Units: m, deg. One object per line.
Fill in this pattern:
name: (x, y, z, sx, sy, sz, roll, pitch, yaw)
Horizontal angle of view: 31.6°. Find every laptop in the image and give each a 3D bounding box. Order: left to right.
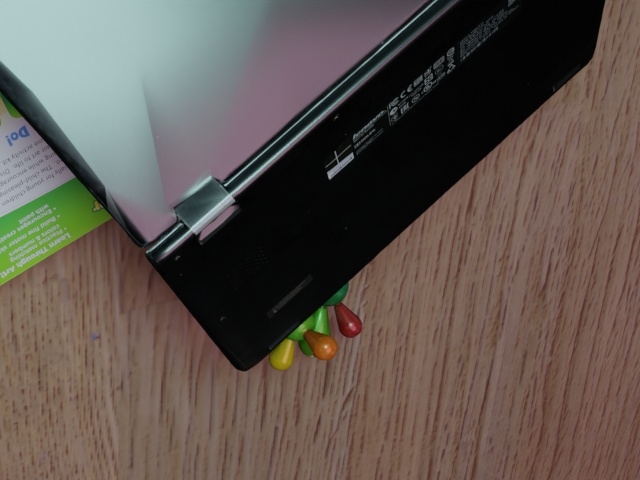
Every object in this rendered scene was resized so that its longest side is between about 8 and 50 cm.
laptop: (-0.018, -0.168, 0.727, 0.382, 0.236, 0.408, -41, 160, -8)

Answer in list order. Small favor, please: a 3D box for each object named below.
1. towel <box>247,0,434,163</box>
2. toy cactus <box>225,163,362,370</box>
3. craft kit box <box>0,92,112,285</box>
towel: (0.029, -0.154, 0.857, 0.282, 0.049, 0.187, -6, 109, -46)
toy cactus: (0.000, 0.000, 0.933, 0.180, 0.112, 0.219, -41, 124, -25)
craft kit box: (-0.187, -0.118, 0.745, 0.250, 0.061, 0.246, -33, 128, -18)
